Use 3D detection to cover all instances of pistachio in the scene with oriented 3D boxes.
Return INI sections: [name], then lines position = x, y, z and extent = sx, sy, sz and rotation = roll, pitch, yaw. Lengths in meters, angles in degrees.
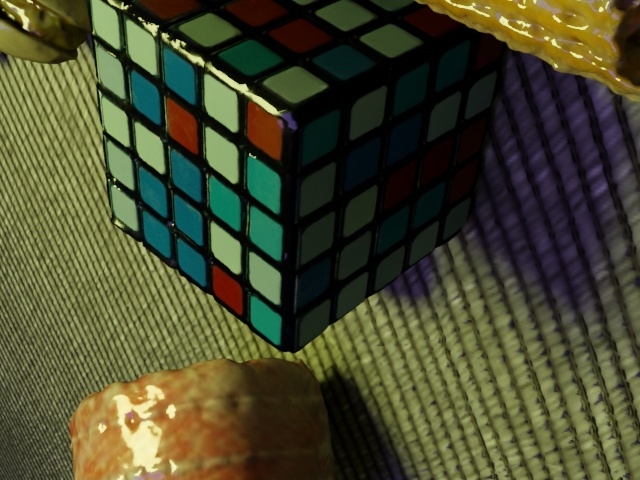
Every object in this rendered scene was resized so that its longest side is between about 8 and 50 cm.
[pistachio]
position = -0.272, -0.219, 0.994
extent = 0.149, 0.113, 0.113
rotation = 43, 145, 11

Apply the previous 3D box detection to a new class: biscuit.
[biscuit]
position = 0.046, -0.178, 0.599
extent = 0.379, 0.094, 0.054
rotation = 34, 140, 35

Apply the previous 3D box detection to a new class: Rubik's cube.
[Rubik's cube]
position = -0.015, -0.078, 0.680
extent = 0.184, 0.187, 0.182
rotation = 34, 140, 29

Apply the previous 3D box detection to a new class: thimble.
[thimble]
position = -0.104, 0.202, 0.967
extent = 0.239, 0.239, 0.162
rotation = 137, 128, -57

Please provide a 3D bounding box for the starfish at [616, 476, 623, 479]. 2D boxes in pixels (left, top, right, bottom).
[starfish]
position = 0.259, 0.225, 0.683
extent = 0.217, 0.050, 0.223
rotation = 49, 159, 4
